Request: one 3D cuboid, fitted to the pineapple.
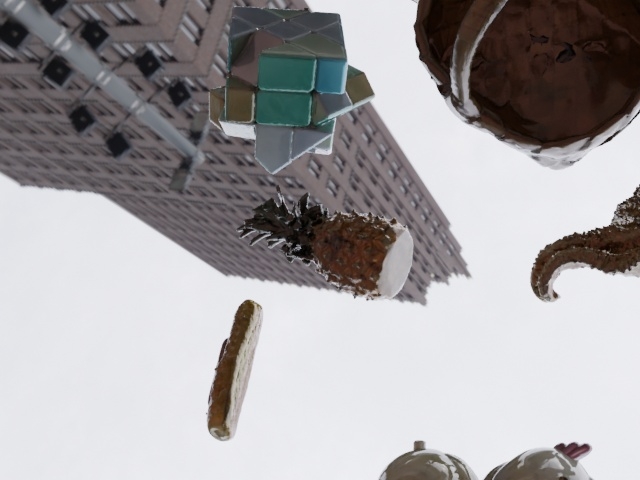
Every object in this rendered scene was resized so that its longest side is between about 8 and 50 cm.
[{"bbox_3d":[0.000,0.000,1.482,0.340,0.169,0.169,17,-103,25],"label":"pineapple"}]

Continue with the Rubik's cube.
[{"bbox_3d":[-0.047,-0.243,1.241,0.265,0.213,0.224,3,-143,-4],"label":"Rubik's cube"}]

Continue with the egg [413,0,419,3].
[{"bbox_3d":[0.195,-0.542,1.360,0.201,0.337,0.337,-30,-128,-29],"label":"egg"}]

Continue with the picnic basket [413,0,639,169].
[{"bbox_3d":[0.267,-0.277,0.974,0.293,0.337,0.337,-48,-122,7],"label":"picnic basket"}]

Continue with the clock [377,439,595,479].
[{"bbox_3d":[0.123,0.223,0.577,0.231,0.103,0.144,-6,-114,21],"label":"clock"}]

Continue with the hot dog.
[{"bbox_3d":[-0.121,0.171,1.067,0.047,0.066,0.216,4,-128,9],"label":"hot dog"}]

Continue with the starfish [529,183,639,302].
[{"bbox_3d":[0.351,-0.019,0.752,0.312,0.303,0.113,-37,-83,-3],"label":"starfish"}]
